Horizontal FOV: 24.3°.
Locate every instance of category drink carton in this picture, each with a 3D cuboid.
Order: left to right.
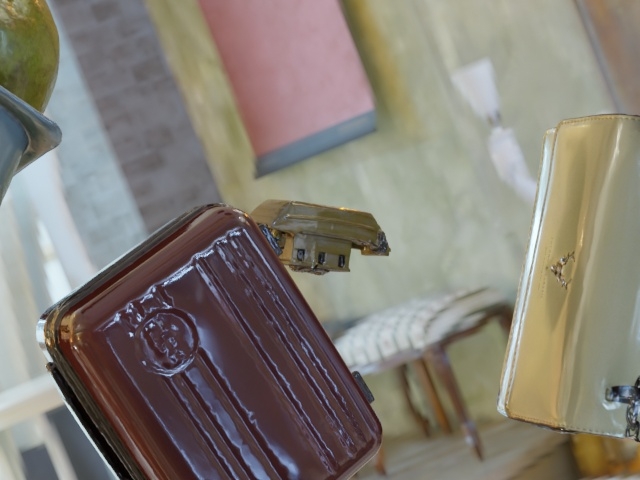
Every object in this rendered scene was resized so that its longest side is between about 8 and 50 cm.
[{"bbox_3d":[-0.450,-0.077,1.768,0.185,0.191,0.190,-21,41,46],"label":"drink carton"}]

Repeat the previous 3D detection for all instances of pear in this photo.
[{"bbox_3d":[-0.564,-0.257,2.250,0.352,0.413,0.352,8,-30,5],"label":"pear"}]

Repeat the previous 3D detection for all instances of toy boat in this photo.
[{"bbox_3d":[0.000,0.000,1.644,0.057,0.077,0.200,2,-4,44],"label":"toy boat"}]

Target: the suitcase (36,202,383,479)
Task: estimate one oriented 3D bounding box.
[{"bbox_3d":[-0.104,0.135,1.400,0.236,0.297,0.161,-37,13,-23],"label":"suitcase"}]

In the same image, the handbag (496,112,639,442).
[{"bbox_3d":[0.322,0.044,1.712,0.160,0.359,0.236,11,-3,-13],"label":"handbag"}]
